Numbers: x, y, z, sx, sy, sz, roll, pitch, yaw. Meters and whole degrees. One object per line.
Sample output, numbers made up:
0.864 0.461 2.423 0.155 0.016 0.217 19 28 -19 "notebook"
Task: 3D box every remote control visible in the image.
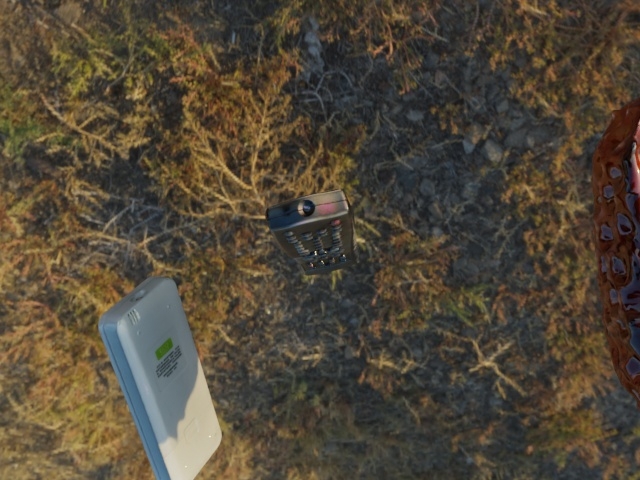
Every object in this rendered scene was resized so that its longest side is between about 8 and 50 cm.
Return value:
-0.175 0.168 0.719 0.034 0.103 0.250 4 120 26 "remote control"
0.000 0.000 0.486 0.059 0.028 0.212 -11 168 2 "remote control"

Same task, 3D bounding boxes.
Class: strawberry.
0.316 0.025 0.527 0.280 0.150 0.254 24 98 -6 "strawberry"
